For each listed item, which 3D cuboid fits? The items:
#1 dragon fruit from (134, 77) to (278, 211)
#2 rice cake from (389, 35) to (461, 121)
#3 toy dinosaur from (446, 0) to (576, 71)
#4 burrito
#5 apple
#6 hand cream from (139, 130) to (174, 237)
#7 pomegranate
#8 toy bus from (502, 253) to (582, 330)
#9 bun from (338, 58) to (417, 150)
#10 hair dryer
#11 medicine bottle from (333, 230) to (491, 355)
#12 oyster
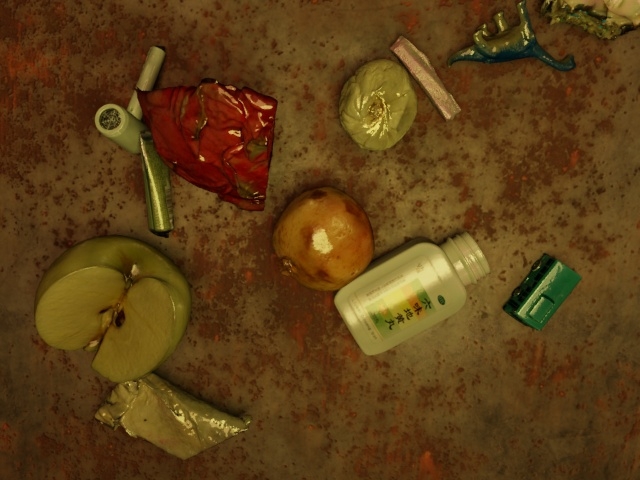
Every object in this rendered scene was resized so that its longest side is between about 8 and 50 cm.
[{"bbox_3d":[-0.208,-0.168,0.962,0.286,0.329,0.227,5,98,-19],"label":"dragon fruit"},{"bbox_3d":[0.224,-0.344,1.097,0.047,0.036,0.206,-38,96,-4],"label":"rice cake"},{"bbox_3d":[0.394,-0.377,1.075,0.248,0.075,0.188,-34,104,0],"label":"toy dinosaur"},{"bbox_3d":[-0.343,0.414,1.193,0.348,0.107,0.175,21,114,0],"label":"burrito"},{"bbox_3d":[-0.423,0.130,1.085,0.295,0.233,0.257,27,118,-13],"label":"apple"},{"bbox_3d":[-0.358,-0.121,1.128,0.055,0.086,0.235,2,103,18],"label":"hand cream"},{"bbox_3d":[0.000,0.000,1.062,0.215,0.215,0.215,0,99,1],"label":"pomegranate"},{"bbox_3d":[0.486,0.117,1.133,0.079,0.092,0.160,35,98,-3],"label":"toy bus"},{"bbox_3d":[0.120,-0.283,1.071,0.164,0.111,0.188,30,95,-6],"label":"bun"},{"bbox_3d":[-0.378,-0.309,1.081,0.073,0.131,0.236,22,85,7],"label":"hair dryer"},{"bbox_3d":[0.201,0.104,1.123,0.324,0.124,0.179,-29,97,4],"label":"medicine bottle"},{"bbox_3d":[0.580,-0.507,1.042,0.260,0.092,0.198,-22,98,-5],"label":"oyster"}]
